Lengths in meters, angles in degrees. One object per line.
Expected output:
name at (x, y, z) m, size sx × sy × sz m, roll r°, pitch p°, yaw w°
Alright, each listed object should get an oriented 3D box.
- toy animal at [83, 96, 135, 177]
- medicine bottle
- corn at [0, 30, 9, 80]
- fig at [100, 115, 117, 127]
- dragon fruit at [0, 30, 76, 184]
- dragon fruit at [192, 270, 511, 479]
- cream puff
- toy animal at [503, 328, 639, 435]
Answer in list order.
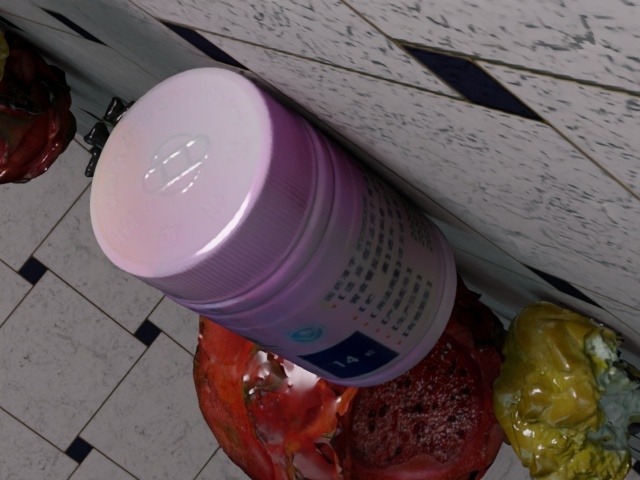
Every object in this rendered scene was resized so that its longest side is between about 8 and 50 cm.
toy animal at (-0.183, -0.088, 1.535) m, size 0.146 × 0.114 × 0.245 m, roll 38°, pitch -164°, yaw -19°
medicine bottle at (-0.026, -0.001, 0.948) m, size 0.152 × 0.152 × 0.254 m, roll 27°, pitch 176°, yaw 40°
corn at (-0.478, -0.254, 1.379) m, size 0.363 × 0.120 × 0.120 m, roll 32°, pitch 177°, yaw 7°
fig at (-0.237, -0.120, 1.752) m, size 0.125 × 0.089 × 0.089 m, roll 58°, pitch -170°, yaw 27°
dragon fruit at (-0.391, -0.162, 1.558) m, size 0.192 × 0.193 × 0.274 m, roll 63°, pitch -168°, yaw 28°
dragon fruit at (0.028, 0.123, 1.279) m, size 0.301 × 0.296 × 0.295 m, roll 44°, pitch -174°, yaw 36°
cream puff at (0.199, 0.130, 1.113) m, size 0.121 × 0.156 × 0.156 m, roll 7°, pitch 165°, yaw 30°
toy animal at (0.234, 0.151, 1.488) m, size 0.367 × 0.081 × 0.206 m, roll 31°, pitch -172°, yaw -7°
